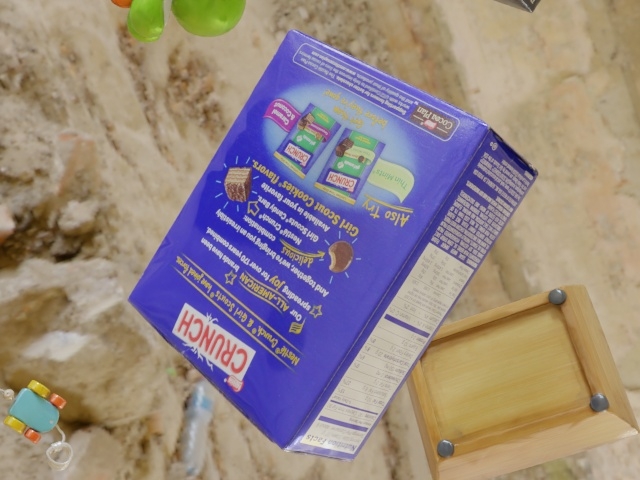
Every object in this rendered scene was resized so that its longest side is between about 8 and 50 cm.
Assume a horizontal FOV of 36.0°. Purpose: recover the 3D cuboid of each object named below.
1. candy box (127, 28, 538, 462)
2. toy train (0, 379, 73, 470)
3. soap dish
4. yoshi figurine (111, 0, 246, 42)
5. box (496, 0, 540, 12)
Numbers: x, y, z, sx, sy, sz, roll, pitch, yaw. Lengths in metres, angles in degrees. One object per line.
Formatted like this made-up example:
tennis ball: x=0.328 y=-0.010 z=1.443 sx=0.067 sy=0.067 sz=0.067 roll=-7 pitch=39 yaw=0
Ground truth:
candy box: x=0.000 y=0.000 z=0.915 sx=0.268 sy=0.317 sz=0.122 roll=36 pitch=4 yaw=40
toy train: x=-0.365 y=0.217 z=1.093 sx=0.166 sy=0.046 sz=0.125 roll=-3 pitch=86 yaw=-28
soap dish: x=0.262 y=0.198 z=1.372 sx=0.118 sy=0.291 sz=0.228 roll=50 pitch=23 yaw=-59
yoshi figurine: x=-0.166 y=-0.445 z=1.415 sx=0.203 sy=0.203 sz=0.362 roll=25 pitch=79 yaw=-69
box: x=0.312 y=-0.591 z=1.631 sx=0.296 sy=0.294 sz=0.183 roll=33 pitch=5 yaw=-40
